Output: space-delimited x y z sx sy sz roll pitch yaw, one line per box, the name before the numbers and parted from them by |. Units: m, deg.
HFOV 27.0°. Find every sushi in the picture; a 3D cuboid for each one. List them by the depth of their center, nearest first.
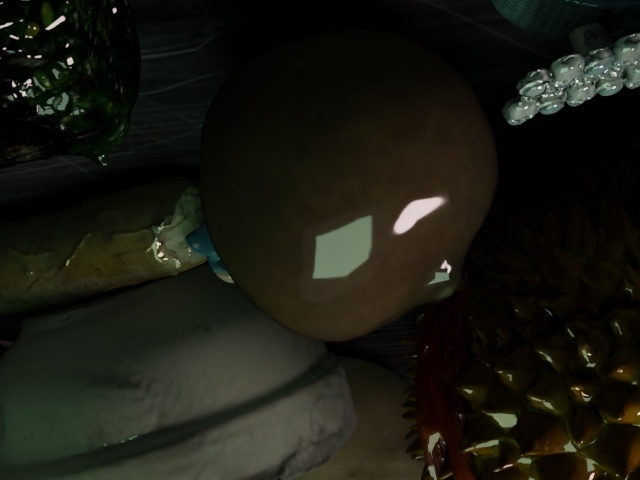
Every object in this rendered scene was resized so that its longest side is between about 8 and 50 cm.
sushi | -0.160 -0.110 0.609 0.127 0.124 0.225 -6 159 11

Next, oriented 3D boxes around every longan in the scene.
longan | 0.013 -0.034 0.770 0.189 0.189 0.189 -1 160 -1

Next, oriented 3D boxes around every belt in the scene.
belt | 0.177 -0.116 0.665 0.179 0.100 0.065 -3 164 -3

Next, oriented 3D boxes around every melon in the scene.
melon | 0.014 0.245 1.403 0.271 0.272 0.308 -12 -170 25

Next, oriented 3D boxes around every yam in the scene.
yam | -0.245 0.020 1.029 0.371 0.083 0.083 -11 158 27

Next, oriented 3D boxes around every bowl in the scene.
bowl | -0.135 0.113 1.074 0.307 0.163 0.307 -16 -175 1

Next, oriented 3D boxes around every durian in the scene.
durian | 0.221 0.087 0.869 0.347 0.348 0.384 10 145 -28

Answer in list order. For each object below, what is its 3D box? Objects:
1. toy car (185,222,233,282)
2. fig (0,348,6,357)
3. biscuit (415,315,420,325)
toy car | 0.000 0.000 0.916 0.161 0.098 0.126 -29 153 4
fig | -0.335 0.191 1.389 0.151 0.151 0.259 -8 163 17
biscuit | 0.259 0.078 1.264 0.339 0.047 0.216 -15 157 32
